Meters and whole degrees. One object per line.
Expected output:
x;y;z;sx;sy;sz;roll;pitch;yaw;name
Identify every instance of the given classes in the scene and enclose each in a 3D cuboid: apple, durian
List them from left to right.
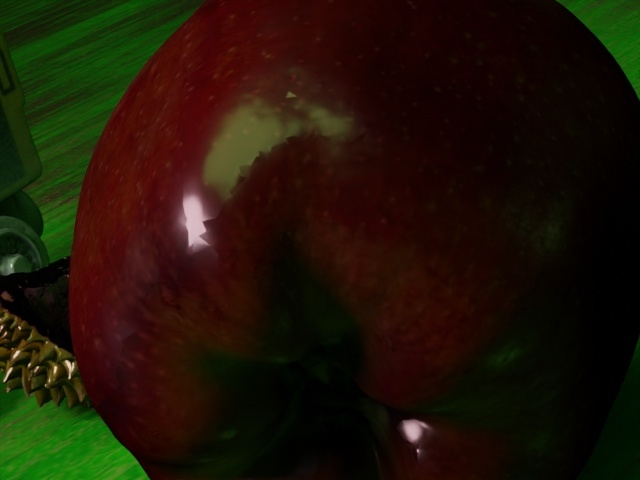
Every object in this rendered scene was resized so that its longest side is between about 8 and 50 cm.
-0.143;0.070;1.019;0.186;0.119;0.108;-19;-23;-41;durian
0.019;0.002;0.760;0.288;0.288;0.317;-12;28;16;apple

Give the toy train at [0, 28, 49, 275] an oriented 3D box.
-0.352;0.009;1.114;0.150;0.237;0.369;0;26;37;toy train
